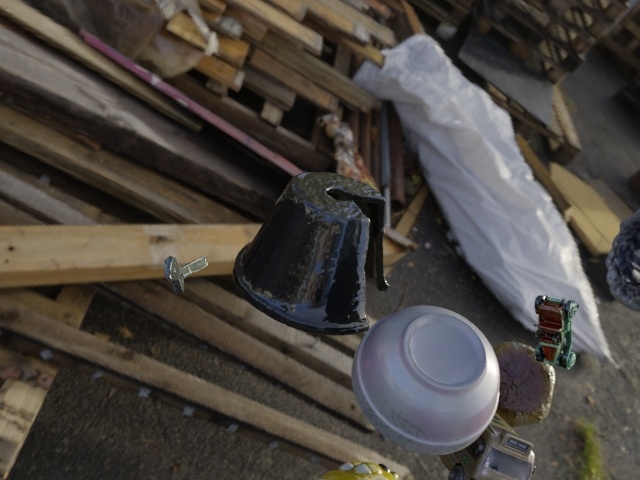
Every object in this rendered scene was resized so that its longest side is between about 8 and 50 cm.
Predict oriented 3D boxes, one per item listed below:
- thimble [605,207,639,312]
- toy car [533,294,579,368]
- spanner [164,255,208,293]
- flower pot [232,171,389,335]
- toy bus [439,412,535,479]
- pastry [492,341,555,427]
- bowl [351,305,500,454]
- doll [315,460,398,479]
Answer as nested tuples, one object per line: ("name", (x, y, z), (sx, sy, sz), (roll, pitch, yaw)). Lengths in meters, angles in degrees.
("thimble", (0.688, 0.039, 1.376), (0.157, 0.245, 0.217), (15, 36, -17))
("toy car", (0.418, 0.166, 1.261), (0.073, 0.143, 0.054), (11, 29, 35))
("spanner", (-0.332, 0.070, 1.755), (0.325, 0.026, 0.093), (-46, 127, -82))
("flower pot", (0.000, 0.000, 1.564), (0.380, 0.251, 0.379), (11, 30, -6))
("toy bus", (0.330, 0.430, 1.484), (0.140, 0.157, 0.289), (25, 6, -13))
("pastry", (0.464, 0.342, 1.671), (0.182, 0.192, 0.093), (21, -12, 22))
("bowl", (0.210, 0.237, 1.315), (0.287, 0.143, 0.286), (6, 52, -8))
("doll", (-0.010, 0.634, 1.594), (0.423, 0.348, 0.161), (-17, 90, -74))
